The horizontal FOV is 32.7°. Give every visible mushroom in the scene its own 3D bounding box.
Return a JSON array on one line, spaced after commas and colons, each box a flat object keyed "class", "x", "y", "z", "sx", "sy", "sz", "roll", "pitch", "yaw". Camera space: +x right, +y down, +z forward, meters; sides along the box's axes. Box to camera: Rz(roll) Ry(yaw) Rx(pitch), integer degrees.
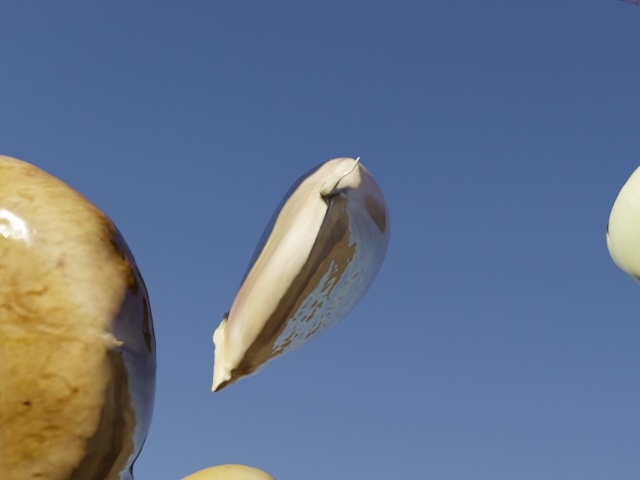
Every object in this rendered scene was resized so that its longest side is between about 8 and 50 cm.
[{"class": "mushroom", "x": -0.185, "y": 0.086, "z": 0.601, "sx": 0.146, "sy": 0.278, "sz": 0.278, "roll": -5, "pitch": -11, "yaw": -45}]

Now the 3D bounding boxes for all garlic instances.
[{"class": "garlic", "x": 0.001, "y": -0.005, "z": 0.882, "sx": 0.128, "sy": 0.149, "sz": 0.267, "roll": 9, "pitch": -48, "yaw": -14}]

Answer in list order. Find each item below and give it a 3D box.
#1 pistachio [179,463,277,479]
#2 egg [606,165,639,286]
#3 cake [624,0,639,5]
[{"class": "pistachio", "x": -0.101, "y": 0.273, "z": 0.952, "sx": 0.210, "sy": 0.131, "sz": 0.165, "roll": -30, "pitch": -18, "yaw": 34}, {"class": "egg", "x": 0.432, "y": -0.023, "z": 1.209, "sx": 0.186, "sy": 0.187, "sz": 0.253, "roll": 34, "pitch": -37, "yaw": -21}, {"class": "cake", "x": 0.435, "y": -0.354, "z": 1.002, "sx": 0.269, "sy": 0.269, "sz": 0.320, "roll": 11, "pitch": -78, "yaw": -8}]
